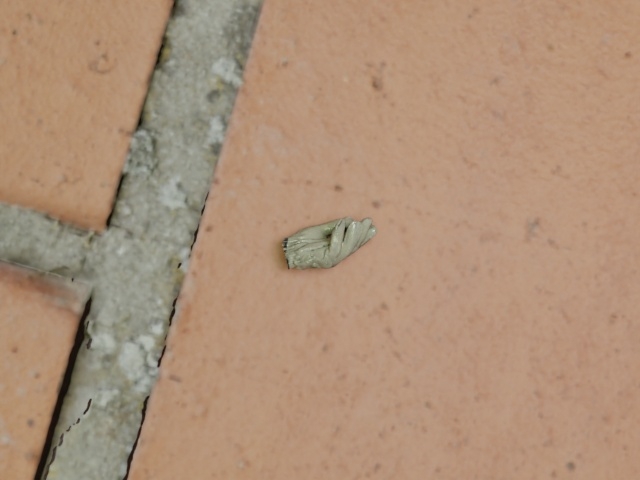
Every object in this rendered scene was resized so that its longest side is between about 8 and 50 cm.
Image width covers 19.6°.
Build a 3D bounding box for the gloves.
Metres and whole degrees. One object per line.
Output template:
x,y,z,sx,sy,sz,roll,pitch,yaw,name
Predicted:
0.001,0.001,1.343,0.081,0.044,0.037,-21,127,13,gloves
